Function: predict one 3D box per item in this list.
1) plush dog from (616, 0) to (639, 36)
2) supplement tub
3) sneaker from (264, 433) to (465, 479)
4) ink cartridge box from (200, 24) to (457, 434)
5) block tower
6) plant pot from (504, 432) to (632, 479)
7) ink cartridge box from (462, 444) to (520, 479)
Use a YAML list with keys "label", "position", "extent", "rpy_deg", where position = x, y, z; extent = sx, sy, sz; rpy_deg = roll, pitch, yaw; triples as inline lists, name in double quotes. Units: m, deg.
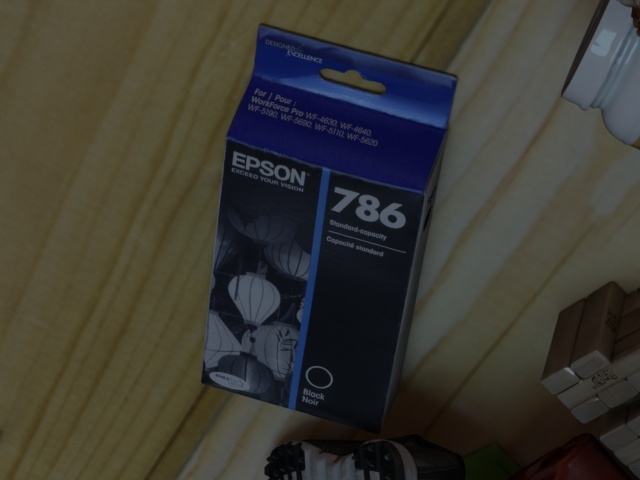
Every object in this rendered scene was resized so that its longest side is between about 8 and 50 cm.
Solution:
- label: "plush dog"
  position: [0.197, -0.238, 1.123]
  extent: [0.210, 0.225, 0.262]
  rpy_deg: [-16, 118, 29]
- label: "supplement tub"
  position: [0.276, -0.110, 1.242]
  extent: [0.199, 0.144, 0.144]
  rpy_deg: [24, 130, 2]
- label: "sneaker"
  position: [0.041, 0.206, 1.595]
  extent: [0.106, 0.078, 0.234]
  rpy_deg: [2, 171, -32]
- label: "ink cartridge box"
  position: [0.000, 0.000, 1.483]
  extent: [0.165, 0.065, 0.333]
  rpy_deg: [15, 128, 10]
- label: "block tower"
  position: [0.323, 0.177, 1.474]
  extent: [0.335, 0.097, 0.091]
  rpy_deg: [43, 128, -15]
- label: "plant pot"
  position: [0.211, 0.315, 1.484]
  extent: [0.272, 0.272, 0.265]
  rpy_deg: [-39, 84, 37]
- label: "ink cartridge box"
  position: [0.106, 0.312, 1.653]
  extent: [0.255, 0.097, 0.189]
  rpy_deg: [-32, 109, 36]
